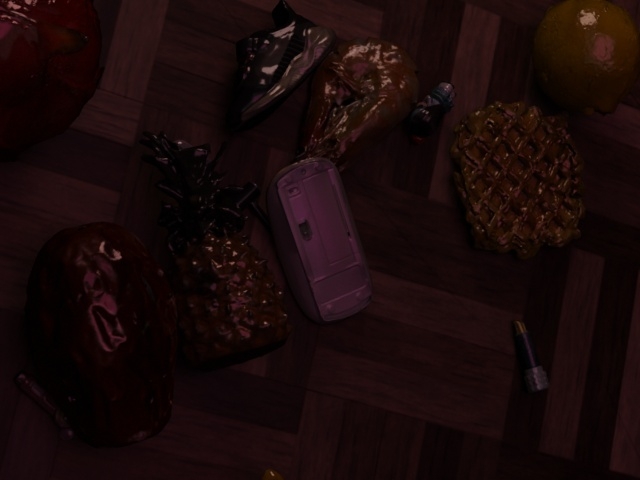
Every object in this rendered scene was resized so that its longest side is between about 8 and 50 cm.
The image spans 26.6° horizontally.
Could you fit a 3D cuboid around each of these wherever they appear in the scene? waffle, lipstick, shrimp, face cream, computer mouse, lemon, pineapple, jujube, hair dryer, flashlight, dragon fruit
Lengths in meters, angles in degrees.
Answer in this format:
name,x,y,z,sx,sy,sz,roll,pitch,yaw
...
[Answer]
name,x,y,z,sx,sy,sz,roll,pitch,yaw
waffle,0.313,-0.097,2.127,0.245,0.052,0.254,-9,86,-26
lipstick,0.323,0.176,2.097,0.037,0.037,0.116,-12,82,-25
shrimp,0.034,-0.189,2.018,0.154,0.062,0.294,39,66,0
face cream,-0.195,-0.120,1.922,0.083,0.021,0.040,35,72,-15
computer mouse,0.000,0.000,1.959,0.126,0.056,0.245,-24,106,-19
lemon,0.422,-0.291,2.139,0.173,0.173,0.206,0,69,-24
pineapple,-0.156,0.002,1.854,0.169,0.169,0.341,-15,83,-25
jujube,-0.278,0.121,1.758,0.197,0.197,0.290,-14,94,-25
hair dryer,-0.093,-0.039,1.956,0.047,0.026,0.083,-45,108,-21
flashlight,-0.359,0.213,1.790,0.110,0.031,0.052,43,68,-12
dragon fruit,-0.425,-0.244,1.703,0.301,0.295,0.296,-29,94,-44

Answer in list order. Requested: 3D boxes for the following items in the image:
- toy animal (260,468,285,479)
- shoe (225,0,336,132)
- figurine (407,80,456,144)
name,x,y,z,sx,sy,sz,roll,pitch,yaw
toy animal,-0.086,0.433,1.819,0.156,0.156,0.230,45,71,-11
shoe,-0.078,-0.255,1.961,0.112,0.099,0.227,46,63,-3
figurine,0.172,-0.199,2.085,0.047,0.060,0.106,28,58,20
